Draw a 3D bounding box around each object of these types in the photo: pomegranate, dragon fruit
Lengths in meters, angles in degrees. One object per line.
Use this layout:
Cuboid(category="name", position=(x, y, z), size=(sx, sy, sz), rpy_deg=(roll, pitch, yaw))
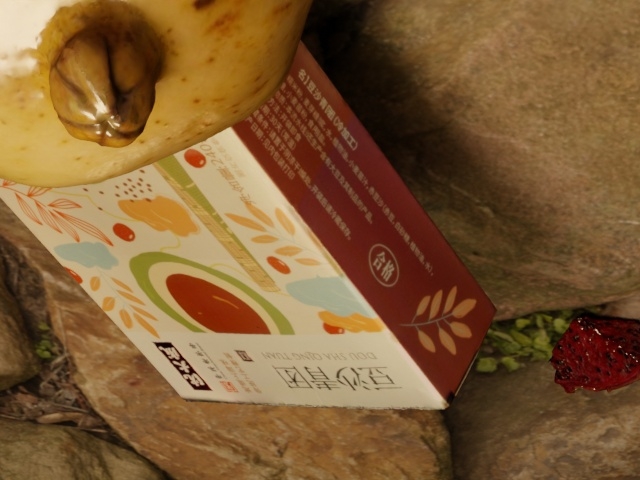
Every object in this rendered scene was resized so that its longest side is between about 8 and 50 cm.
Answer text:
Cuboid(category="pomegranate", position=(-0.168, -0.208, 1.354), size=(0.410, 0.410, 0.410), rpy_deg=(4, 144, 3))
Cuboid(category="dragon fruit", position=(0.306, 0.124, 2.051), size=(0.097, 0.063, 0.131), rpy_deg=(39, 144, 11))

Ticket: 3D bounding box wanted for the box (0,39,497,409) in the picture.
Cuboid(category="box", position=(-0.086, -0.013, 1.728), size=(0.344, 0.122, 0.385), rpy_deg=(-3, 137, 43))
